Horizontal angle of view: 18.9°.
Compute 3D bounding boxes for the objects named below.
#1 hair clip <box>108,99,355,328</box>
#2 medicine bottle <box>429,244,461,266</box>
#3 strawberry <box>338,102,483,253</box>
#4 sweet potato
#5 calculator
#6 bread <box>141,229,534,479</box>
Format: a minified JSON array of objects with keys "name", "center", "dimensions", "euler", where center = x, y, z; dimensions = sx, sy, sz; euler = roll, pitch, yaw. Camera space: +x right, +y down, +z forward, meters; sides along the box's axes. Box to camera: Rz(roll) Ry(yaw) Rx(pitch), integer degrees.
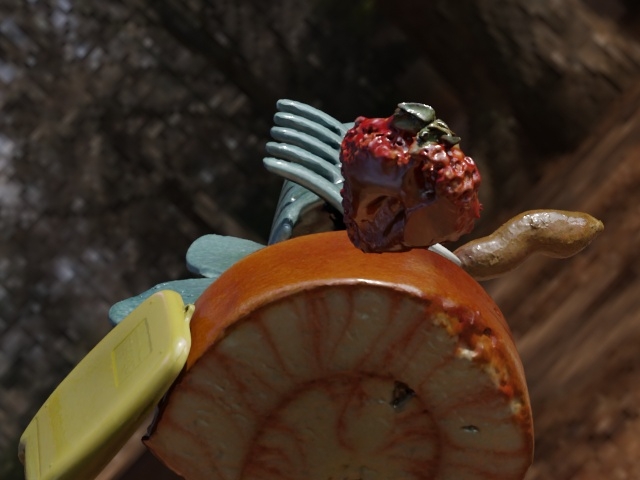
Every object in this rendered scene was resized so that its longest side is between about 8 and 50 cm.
[{"name":"hair clip","center":[0.000,0.000,2.148],"dimensions":[0.318,0.392,0.238],"euler":[-77,5,-70]},{"name":"medicine bottle","center":[0.097,0.043,1.951],"dimensions":[0.089,0.057,0.057],"euler":[-57,-2,-5]},{"name":"strawberry","center":[0.050,-0.030,1.243],"dimensions":[0.048,0.104,0.152],"euler":[-48,-4,-37]},{"name":"sweet potato","center":[0.222,0.004,2.183],"dimensions":[0.218,0.065,0.051],"euler":[-16,5,-14]},{"name":"calculator","center":[-0.189,0.138,1.661],"dimensions":[0.236,0.033,0.157],"euler":[-47,24,13]},{"name":"bread","center":[0.032,0.146,1.689],"dimensions":[0.295,0.328,0.114],"euler":[-43,23,17]}]
